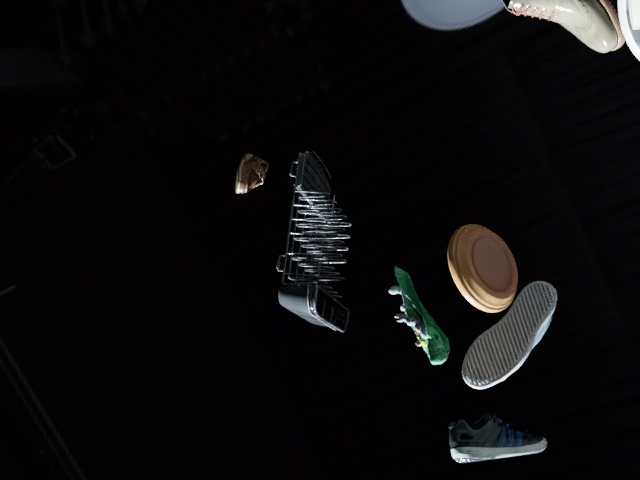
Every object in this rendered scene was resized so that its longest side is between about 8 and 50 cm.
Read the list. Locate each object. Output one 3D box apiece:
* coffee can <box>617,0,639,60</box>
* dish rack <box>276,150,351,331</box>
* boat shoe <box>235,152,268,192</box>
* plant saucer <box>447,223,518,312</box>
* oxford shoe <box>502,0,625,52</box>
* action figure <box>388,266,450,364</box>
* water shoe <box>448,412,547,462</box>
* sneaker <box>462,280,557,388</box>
[{"bbox_3d":[0.484,-0.272,0.642,0.201,0.202,0.275,58,175,-20],"label":"coffee can"},{"bbox_3d":[0.000,0.000,1.015,0.208,0.074,0.271,49,-135,-68],"label":"dish rack"},{"bbox_3d":[-0.155,-0.153,1.425,0.178,0.060,0.064,-81,2,-65],"label":"boat shoe"},{"bbox_3d":[0.358,0.054,1.350,0.200,0.037,0.199,15,-119,-30],"label":"plant saucer"},{"bbox_3d":[0.441,-0.476,1.250,0.348,0.130,0.123,45,174,12],"label":"oxford shoe"},{"bbox_3d":[0.184,0.154,1.147,0.137,0.063,0.232,53,-173,-23],"label":"action figure"},{"bbox_3d":[0.326,0.353,1.141,0.203,0.073,0.080,3,-112,-26],"label":"water shoe"},{"bbox_3d":[0.539,0.286,1.754,0.135,0.366,0.150,39,166,35],"label":"sneaker"}]
